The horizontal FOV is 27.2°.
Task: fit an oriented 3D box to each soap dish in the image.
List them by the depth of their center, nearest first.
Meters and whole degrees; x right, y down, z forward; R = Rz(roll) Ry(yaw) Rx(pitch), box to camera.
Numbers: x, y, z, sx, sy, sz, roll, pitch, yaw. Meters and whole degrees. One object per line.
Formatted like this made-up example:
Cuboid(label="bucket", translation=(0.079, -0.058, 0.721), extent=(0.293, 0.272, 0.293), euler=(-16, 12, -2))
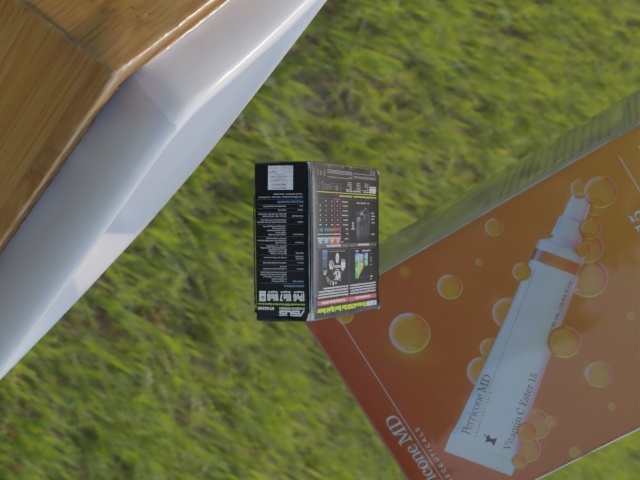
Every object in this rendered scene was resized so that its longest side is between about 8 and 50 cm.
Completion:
Cuboid(label="soap dish", translation=(-0.131, -0.059, 0.693), extent=(0.291, 0.118, 0.229), euler=(-45, -176, 40))

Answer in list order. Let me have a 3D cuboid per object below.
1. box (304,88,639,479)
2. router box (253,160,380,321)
Cuboid(label="box", translation=(0.196, 0.047, 1.099), extent=(0.345, 0.215, 0.168), euler=(-31, -174, 18))
Cuboid(label="router box", translation=(0.000, 0.000, 0.801), extent=(0.122, 0.038, 0.092), euler=(-1, 90, -69))
